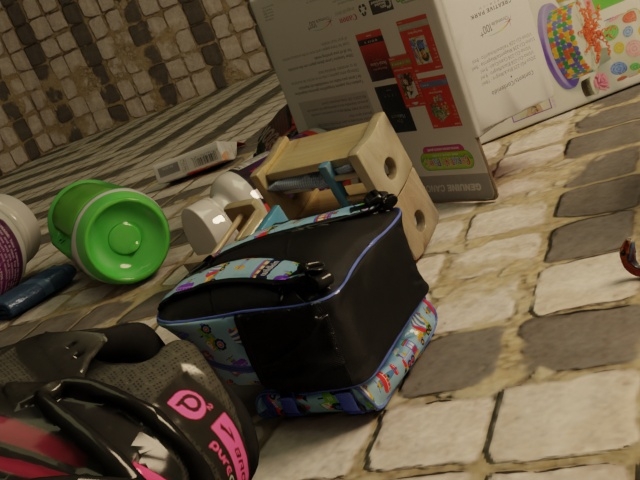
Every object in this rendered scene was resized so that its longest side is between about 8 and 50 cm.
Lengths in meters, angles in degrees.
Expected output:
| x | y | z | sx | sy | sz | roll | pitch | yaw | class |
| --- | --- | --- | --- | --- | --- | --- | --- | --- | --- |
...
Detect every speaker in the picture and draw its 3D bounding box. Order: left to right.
| x | y | z | sx | sy | sz | roll | pitch | yaw | class |
| --- | --- | --- | --- | --- | --- | --- | --- | --- | --- |
| -0.299 | -0.017 | 1.193 | 0.131 | 0.131 | 0.296 | -28 | 18 | -19 | speaker |

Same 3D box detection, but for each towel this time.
| x | y | z | sx | sy | sz | roll | pitch | yaw | class |
| --- | --- | --- | --- | --- | --- | --- | --- | --- | --- |
| -0.404 | 0.072 | 1.219 | 0.067 | 0.029 | 0.119 | -6 | 23 | 45 | towel |

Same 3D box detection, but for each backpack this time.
| x | y | z | sx | sy | sz | roll | pitch | yaw | class |
| --- | --- | --- | --- | --- | --- | --- | --- | --- | --- |
| -0.023 | 0.052 | 0.630 | 0.173 | 0.117 | 0.158 | -12 | 20 | 30 | backpack |

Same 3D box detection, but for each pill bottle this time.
| x | y | z | sx | sy | sz | roll | pitch | yaw | class |
| --- | --- | --- | --- | --- | --- | --- | --- | --- | --- |
| -0.535 | 0.039 | 1.250 | 0.169 | 0.169 | 0.301 | -17 | 17 | 19 | pill bottle |
| -0.059 | -0.045 | 0.997 | 0.193 | 0.108 | 0.108 | -31 | 19 | -26 | pill bottle |

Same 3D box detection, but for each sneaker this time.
| x | y | z | sx | sy | sz | roll | pitch | yaw | class |
| --- | --- | --- | --- | --- | --- | --- | --- | --- | --- |
| -0.125 | 0.131 | 0.405 | 0.202 | 0.185 | 0.483 | -29 | 18 | -8 | sneaker |
| -0.035 | -0.114 | 1.210 | 0.135 | 0.097 | 0.276 | -44 | 22 | 33 | sneaker |

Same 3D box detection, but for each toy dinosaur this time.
| x | y | z | sx | sy | sz | roll | pitch | yaw | class |
| --- | --- | --- | --- | --- | --- | --- | --- | --- | --- |
| 0.238 | 0.009 | 0.570 | 0.082 | 0.047 | 0.090 | -34 | 19 | 31 | toy dinosaur |

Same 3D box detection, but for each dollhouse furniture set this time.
| x | y | z | sx | sy | sz | roll | pitch | yaw | class |
| --- | --- | --- | --- | --- | --- | --- | --- | --- | --- |
| 0.000 | 0.000 | 0.780 | 0.129 | 0.129 | 0.184 | -8 | 36 | 39 | dollhouse furniture set |

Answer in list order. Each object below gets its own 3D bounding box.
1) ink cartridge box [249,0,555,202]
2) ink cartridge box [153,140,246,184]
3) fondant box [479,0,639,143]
| x | y | z | sx | sy | sz | roll | pitch | yaw | class |
| --- | --- | --- | --- | --- | --- | --- | --- | --- | --- |
| 0.090 | -0.188 | 0.974 | 0.130 | 0.272 | 0.309 | -30 | 19 | -30 | ink cartridge box |
| -0.233 | -0.154 | 1.720 | 0.145 | 0.045 | 0.179 | -19 | -1 | 14 | ink cartridge box |
| 0.263 | -0.279 | 1.081 | 0.330 | 0.238 | 0.096 | -21 | 14 | 6 | fondant box |
